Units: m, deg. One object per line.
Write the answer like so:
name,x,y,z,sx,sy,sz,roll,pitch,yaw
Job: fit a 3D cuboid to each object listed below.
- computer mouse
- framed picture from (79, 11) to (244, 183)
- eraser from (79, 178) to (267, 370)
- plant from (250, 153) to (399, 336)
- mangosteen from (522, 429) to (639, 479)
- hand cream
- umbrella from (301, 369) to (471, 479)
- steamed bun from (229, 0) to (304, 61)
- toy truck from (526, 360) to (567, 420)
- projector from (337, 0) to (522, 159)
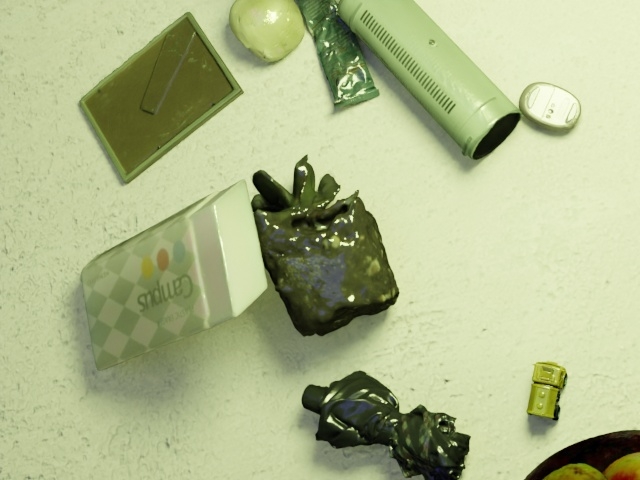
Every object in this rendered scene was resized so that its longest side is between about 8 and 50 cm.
computer mouse,0.349,-0.203,1.693,0.096,0.039,0.066,26,91,14
framed picture,-0.283,-0.251,1.945,0.265,0.018,0.192,-36,71,12
eraser,-0.241,0.061,1.747,0.397,0.082,0.213,-24,74,46
plant,0.000,0.000,1.714,0.188,0.199,0.276,-28,76,8
mangosteen,0.384,0.423,1.364,0.382,0.435,0.382,-2,83,18
hand cream,0.016,-0.336,1.830,0.075,0.052,0.248,-26,74,16
umbrella,0.096,0.277,1.677,0.272,0.110,0.122,19,88,26
steamed bun,-0.093,-0.369,1.854,0.112,0.091,0.130,-42,70,8
toy truck,0.329,0.217,1.622,0.049,0.054,0.083,10,84,22
projector,0.166,-0.276,1.735,0.108,0.108,0.337,-43,70,9
